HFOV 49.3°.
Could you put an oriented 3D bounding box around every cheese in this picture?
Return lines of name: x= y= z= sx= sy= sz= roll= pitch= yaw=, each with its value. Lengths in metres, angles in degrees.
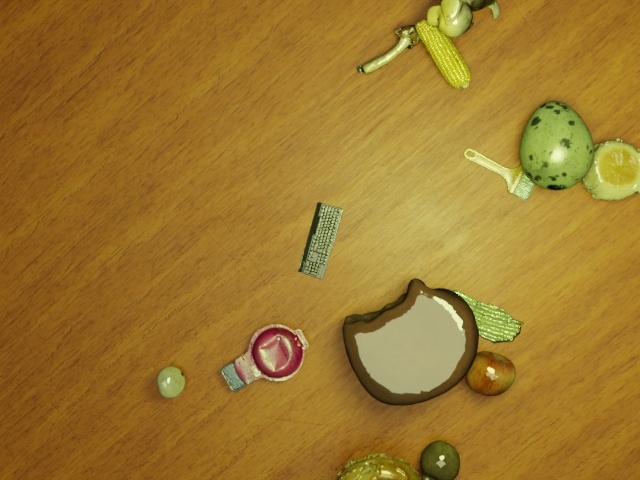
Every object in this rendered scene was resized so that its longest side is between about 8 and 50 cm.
cheese: x=-0.146 y=0.315 z=1.855 sx=0.244 sy=0.062 sz=0.155 roll=-31 pitch=89 yaw=6

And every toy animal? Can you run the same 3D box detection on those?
toy animal: x=0.349 y=-0.601 z=1.724 sx=0.233 sy=0.121 sz=0.169 roll=-32 pitch=101 yaw=-36

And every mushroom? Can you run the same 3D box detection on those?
mushroom: x=0.176 y=-0.492 z=1.807 sx=0.187 sy=0.061 sz=0.060 roll=-35 pitch=61 yaw=9
mushroom: x=-0.410 y=0.382 z=1.879 sx=0.079 sy=0.085 sz=0.085 roll=-12 pitch=91 yaw=47

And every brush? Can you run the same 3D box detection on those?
brush: x=0.466 y=-0.186 z=1.819 sx=0.205 sy=0.011 sz=0.083 roll=29 pitch=95 yaw=3

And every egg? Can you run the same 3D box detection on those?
egg: x=0.582 y=-0.236 z=1.729 sx=0.177 sy=0.177 sz=0.228 roll=-2 pitch=75 yaw=4

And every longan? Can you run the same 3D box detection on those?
longan: x=0.309 y=0.582 z=1.812 sx=0.106 sy=0.106 sz=0.119 roll=31 pitch=86 yaw=3

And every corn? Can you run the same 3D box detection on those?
corn: x=0.315 y=-0.476 z=1.778 sx=0.067 sy=0.067 sz=0.206 roll=-36 pitch=101 yaw=5

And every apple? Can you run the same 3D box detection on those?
apple: x=0.433 y=0.342 z=1.784 sx=0.126 sy=0.126 sz=0.102 roll=15 pitch=99 yaw=4

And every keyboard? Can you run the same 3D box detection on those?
keyboard: x=0.000 y=0.000 z=1.857 sx=0.074 sy=0.015 sz=0.197 roll=17 pitch=93 yaw=4

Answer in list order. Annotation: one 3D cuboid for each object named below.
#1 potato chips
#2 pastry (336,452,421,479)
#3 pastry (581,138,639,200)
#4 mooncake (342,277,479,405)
potato chips: x=0.424 y=0.205 z=1.826 sx=0.207 sy=0.028 sz=0.092 roll=25 pitch=92 yaw=2
pastry: x=0.149 y=0.686 z=1.796 sx=0.255 sy=0.162 sz=0.311 roll=0 pitch=102 yaw=-6
pastry: x=0.740 y=-0.177 z=1.760 sx=0.165 sy=0.088 sz=0.166 roll=0 pitch=93 yaw=4
mooncake: x=0.221 y=0.256 z=1.767 sx=0.333 sy=0.174 sz=0.326 roll=26 pitch=96 yaw=13
